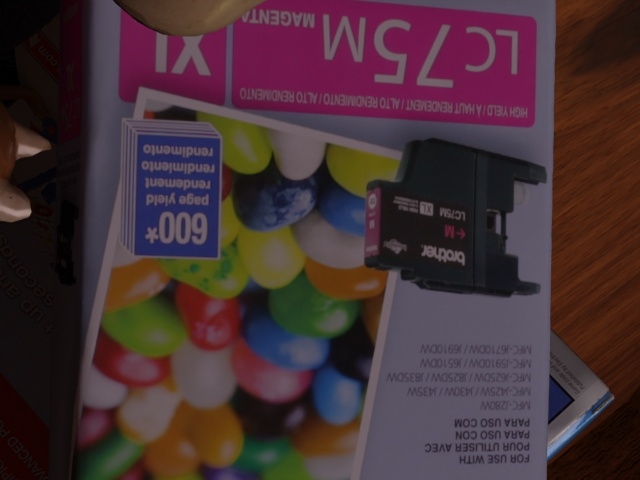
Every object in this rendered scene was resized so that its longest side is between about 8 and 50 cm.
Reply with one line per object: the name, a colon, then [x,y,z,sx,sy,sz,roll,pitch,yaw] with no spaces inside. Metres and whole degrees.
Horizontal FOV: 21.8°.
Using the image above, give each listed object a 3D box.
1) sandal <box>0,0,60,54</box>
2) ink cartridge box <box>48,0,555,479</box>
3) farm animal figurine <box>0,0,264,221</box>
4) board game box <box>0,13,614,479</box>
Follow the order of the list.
sandal: [-0.192,-0.087,0.619,0.254,0.054,0.097,-32,151,-16]
ink cartridge box: [-0.006,0.054,0.623,0.185,0.311,0.065,2,180,-20]
farm animal figurine: [-0.030,-0.153,0.426,0.327,0.172,0.330,-61,-178,43]
board game box: [-0.090,0.062,0.730,0.302,0.308,0.086,-39,167,-15]
